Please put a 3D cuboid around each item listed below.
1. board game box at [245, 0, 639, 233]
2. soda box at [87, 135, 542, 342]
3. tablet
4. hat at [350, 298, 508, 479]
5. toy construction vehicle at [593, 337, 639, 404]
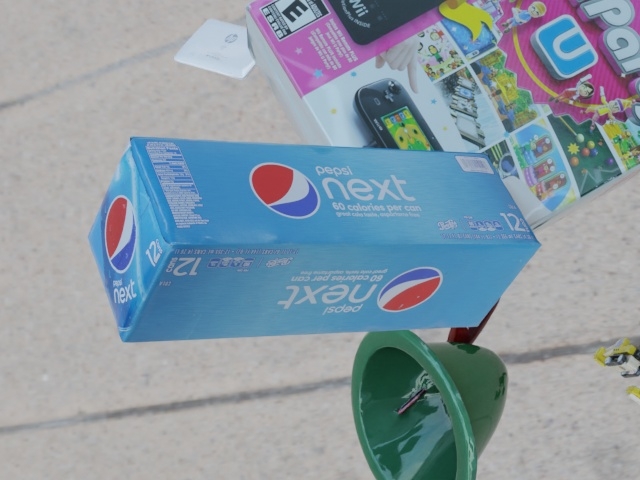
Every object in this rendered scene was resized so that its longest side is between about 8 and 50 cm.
[{"bbox_3d":[0.134,-0.125,0.827,0.303,0.097,0.224,-29,80,-9],"label":"board game box"},{"bbox_3d":[0.000,0.000,0.599,0.071,0.210,0.067,-58,44,39],"label":"soda box"},{"bbox_3d":[-0.079,-0.162,1.026,0.083,0.006,0.054,20,62,35],"label":"tablet"},{"bbox_3d":[0.147,0.126,1.076,0.173,0.183,0.208,44,138,41],"label":"hat"},{"bbox_3d":[0.304,0.123,1.124,0.086,0.098,0.035,34,75,-5],"label":"toy construction vehicle"}]
